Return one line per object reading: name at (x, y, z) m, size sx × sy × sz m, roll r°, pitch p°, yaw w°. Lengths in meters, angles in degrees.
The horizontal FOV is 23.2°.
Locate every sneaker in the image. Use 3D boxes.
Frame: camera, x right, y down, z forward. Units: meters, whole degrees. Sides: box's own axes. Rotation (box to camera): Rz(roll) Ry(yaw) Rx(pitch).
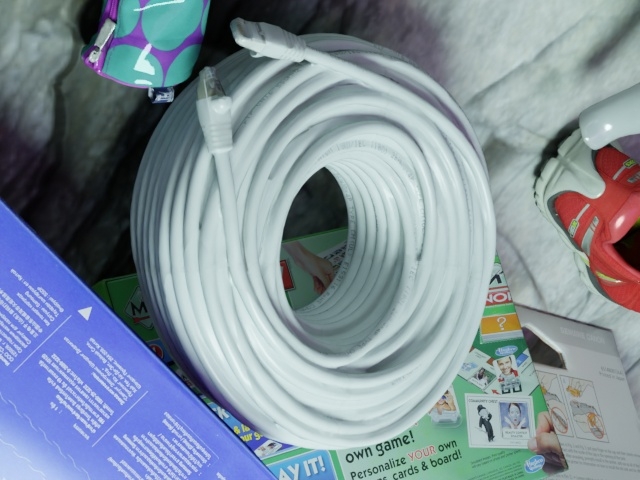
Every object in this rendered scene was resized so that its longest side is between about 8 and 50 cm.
sneaker at (0.268, 0.013, 1.276) m, size 0.107 × 0.118 × 0.279 m, roll -50°, pitch 140°, yaw 6°

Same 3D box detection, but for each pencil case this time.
pencil case at (-0.091, -0.157, 0.862) m, size 0.070 × 0.064 × 0.152 m, roll -22°, pitch 136°, yaw -44°

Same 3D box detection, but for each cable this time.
cable at (0.000, 0.000, 0.979) m, size 0.257 × 0.089 × 0.257 m, roll 3°, pitch 92°, yaw -42°

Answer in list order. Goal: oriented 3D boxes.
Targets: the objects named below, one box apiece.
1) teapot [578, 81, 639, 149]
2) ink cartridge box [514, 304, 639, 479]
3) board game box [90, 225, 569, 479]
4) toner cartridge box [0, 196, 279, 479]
teapot at (0.345, -0.170, 1.148) m, size 0.256 × 0.187 × 0.253 m, roll 10°, pitch 89°, yaw -27°
ink cartridge box at (0.179, 0.184, 1.281) m, size 0.066 × 0.261 × 0.296 m, roll -32°, pitch 149°, yaw 32°
board game box at (0.012, 0.101, 1.075) m, size 0.317 × 0.214 × 0.046 m, roll -12°, pitch 171°, yaw -33°
toner cartridge box at (-0.187, 0.079, 0.855) m, size 0.165 × 0.075 × 0.348 m, roll -43°, pitch 115°, yaw -6°
